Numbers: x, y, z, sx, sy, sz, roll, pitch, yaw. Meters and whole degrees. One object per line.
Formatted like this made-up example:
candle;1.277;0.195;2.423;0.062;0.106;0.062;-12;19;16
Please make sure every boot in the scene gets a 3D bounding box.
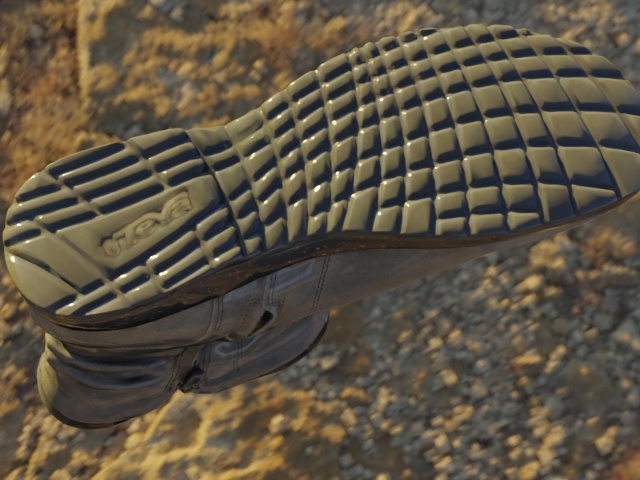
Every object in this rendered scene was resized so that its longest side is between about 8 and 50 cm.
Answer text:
boot;0.000;0.000;0.909;0.338;0.222;0.118;-11;69;-5
